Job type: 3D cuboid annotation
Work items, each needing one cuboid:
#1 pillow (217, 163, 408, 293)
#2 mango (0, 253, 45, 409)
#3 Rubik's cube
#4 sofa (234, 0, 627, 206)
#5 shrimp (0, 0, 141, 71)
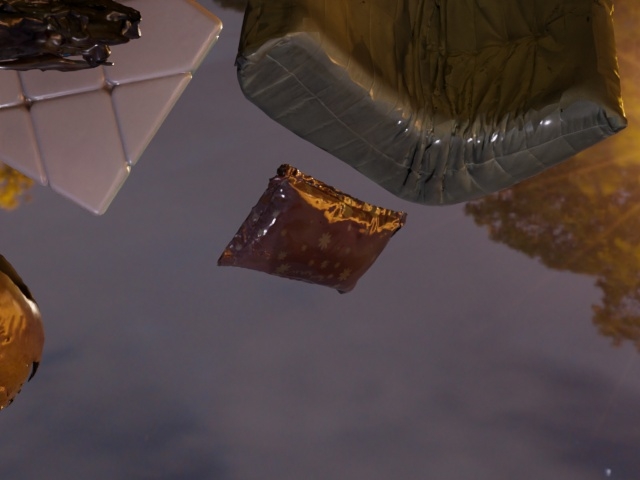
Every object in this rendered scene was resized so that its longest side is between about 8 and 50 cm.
[{"bbox_3d":[0.000,0.000,0.754,0.185,0.118,0.043,13,-148,-47],"label":"pillow"},{"bbox_3d":[-0.332,0.048,0.636,0.156,0.249,0.151,-18,-142,44],"label":"mango"},{"bbox_3d":[-0.361,-0.259,1.175,0.319,0.321,0.316,32,-177,-15],"label":"Rubik's cube"},{"bbox_3d":[0.073,-0.161,0.568,0.176,0.225,0.210,-27,-136,43],"label":"sofa"},{"bbox_3d":[-0.233,-0.186,0.504,0.290,0.222,0.054,1,-127,-35],"label":"shrimp"}]
